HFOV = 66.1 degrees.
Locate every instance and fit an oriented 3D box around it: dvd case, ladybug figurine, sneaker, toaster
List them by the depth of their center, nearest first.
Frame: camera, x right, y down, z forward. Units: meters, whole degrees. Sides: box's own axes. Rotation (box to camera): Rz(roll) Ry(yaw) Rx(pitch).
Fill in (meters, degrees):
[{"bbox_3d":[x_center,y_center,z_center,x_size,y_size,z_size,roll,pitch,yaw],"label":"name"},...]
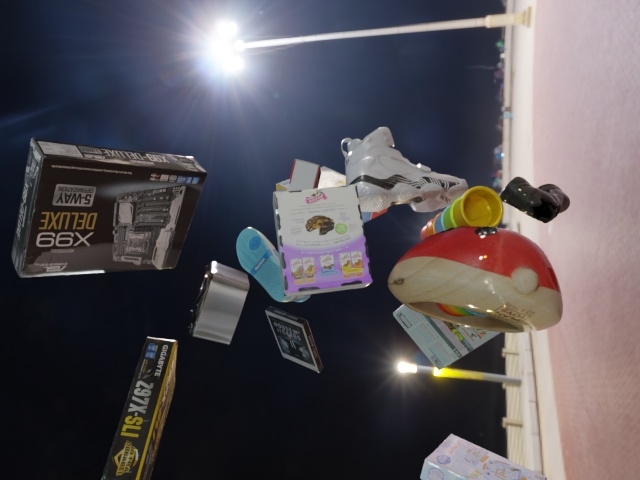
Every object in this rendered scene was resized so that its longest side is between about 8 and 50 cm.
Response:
[{"bbox_3d":[0.304,0.077,0.987,0.449,0.305,0.162,146,143,-76],"label":"ladybug figurine"},{"bbox_3d":[-0.256,0.154,1.233,0.185,0.110,0.168,-146,74,-76],"label":"toaster"},{"bbox_3d":[0.226,-0.195,1.348,0.137,0.365,0.210,124,139,-61],"label":"sneaker"},{"bbox_3d":[0.648,-0.100,1.433,0.286,0.130,0.109,2,-54,-35],"label":"sneaker"},{"bbox_3d":[-0.151,0.097,1.692,0.127,0.319,0.208,-44,-28,10],"label":"sneaker"},{"bbox_3d":[-0.092,0.349,1.733,0.029,0.179,0.239,-44,-48,-36],"label":"dvd case"}]

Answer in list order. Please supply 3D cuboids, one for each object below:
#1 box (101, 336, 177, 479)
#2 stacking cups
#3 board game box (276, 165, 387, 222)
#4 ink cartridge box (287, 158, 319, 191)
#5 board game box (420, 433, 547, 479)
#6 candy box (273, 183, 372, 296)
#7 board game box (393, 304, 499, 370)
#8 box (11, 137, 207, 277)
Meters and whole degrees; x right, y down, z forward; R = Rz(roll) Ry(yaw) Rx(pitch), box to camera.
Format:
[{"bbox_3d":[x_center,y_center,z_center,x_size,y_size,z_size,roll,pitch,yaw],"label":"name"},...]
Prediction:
[{"bbox_3d":[-0.406,0.425,1.134,0.257,0.079,0.322,108,169,-47],"label":"box"},{"bbox_3d":[0.313,-0.045,1.160,0.316,0.096,0.096,132,145,-80],"label":"stacking cups"},{"bbox_3d":[0.038,-0.149,1.708,0.242,0.316,0.064,-26,-47,-37],"label":"board game box"},{"bbox_3d":[-0.046,-0.149,1.378,0.175,0.072,0.128,-49,-28,-87],"label":"ink cartridge box"},{"bbox_3d":[0.501,0.718,1.490,0.318,0.318,0.066,14,-87,-60],"label":"board game box"},{"bbox_3d":[0.000,0.000,0.948,0.070,0.164,0.196,117,147,-75],"label":"candy box"},{"bbox_3d":[0.383,0.215,1.440,0.097,0.224,0.303,-29,-16,-40],"label":"board game box"},{"bbox_3d":[-0.399,-0.054,0.944,0.307,0.076,0.242,-1,-56,-46],"label":"box"}]
